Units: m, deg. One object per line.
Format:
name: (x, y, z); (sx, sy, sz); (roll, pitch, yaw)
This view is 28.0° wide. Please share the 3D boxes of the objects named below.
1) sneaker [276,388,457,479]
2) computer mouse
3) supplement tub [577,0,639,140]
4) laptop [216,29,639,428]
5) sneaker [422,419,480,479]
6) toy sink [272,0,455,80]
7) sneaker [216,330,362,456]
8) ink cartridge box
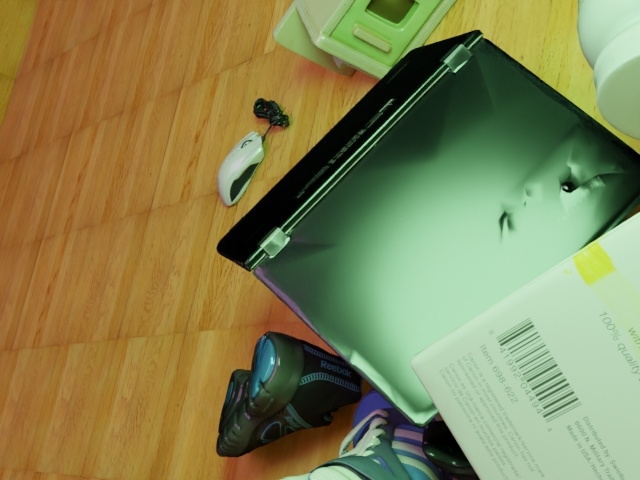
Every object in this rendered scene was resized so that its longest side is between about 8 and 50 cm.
sneaker: (0.041, 0.257, 1.425); (0.130, 0.236, 0.322); (-53, 35, 23)
computer mouse: (-0.123, -0.144, 2.105); (0.193, 0.042, 0.106); (-59, 34, 14)
supplement tub: (0.372, -0.278, 1.257); (0.235, 0.235, 0.324); (-25, 52, 48)
laptop: (0.113, -0.031, 1.514); (0.382, 0.236, 0.408); (-45, 12, -6)
sneaker: (0.220, 0.195, 1.297); (0.286, 0.130, 0.109); (-33, 44, 41)
toy sink: (0.063, -0.321, 1.830); (0.234, 0.153, 0.131); (-51, 36, 24)
sneaker: (-0.050, 0.224, 1.700); (0.341, 0.140, 0.125); (131, 150, -64)
ink cartridge box: (0.310, 0.115, 1.061); (0.385, 0.160, 0.279); (-37, 80, 39)
